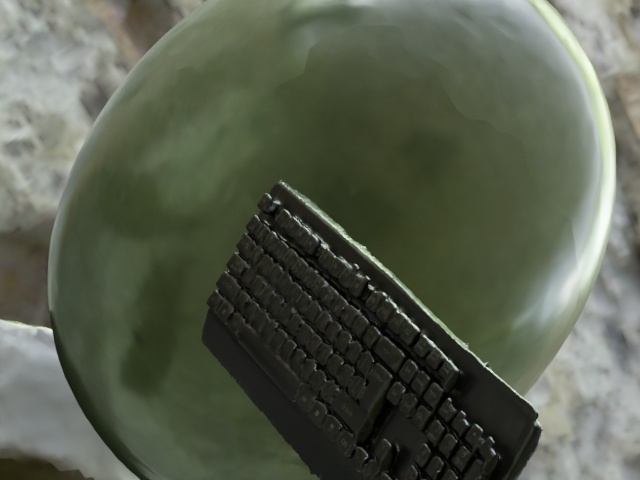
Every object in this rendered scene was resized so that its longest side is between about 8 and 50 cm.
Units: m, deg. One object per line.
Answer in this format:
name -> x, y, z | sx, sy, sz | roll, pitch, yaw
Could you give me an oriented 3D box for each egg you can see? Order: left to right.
egg -> 0.000, 0.000, 0.875 | 0.258, 0.352, 0.258 | 14, -124, -22

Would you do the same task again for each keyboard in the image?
keyboard -> 0.007, 0.044, 0.604 | 0.015, 0.074, 0.196 | 27, -170, -34

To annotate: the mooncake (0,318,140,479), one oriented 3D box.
mooncake -> -0.231, 0.205, 1.226 | 0.284, 0.284, 0.155 | 36, -150, -28
